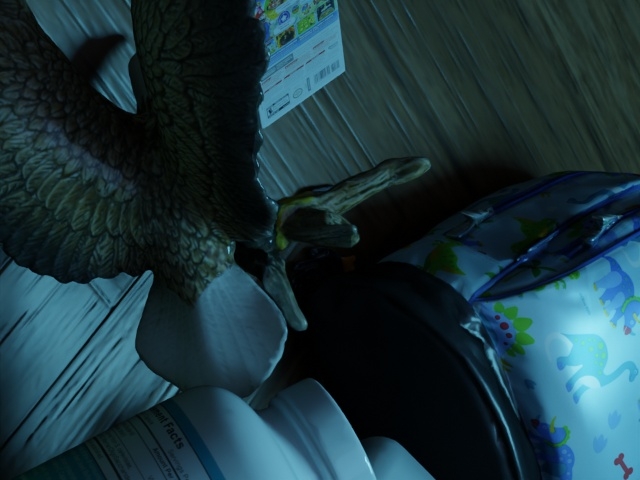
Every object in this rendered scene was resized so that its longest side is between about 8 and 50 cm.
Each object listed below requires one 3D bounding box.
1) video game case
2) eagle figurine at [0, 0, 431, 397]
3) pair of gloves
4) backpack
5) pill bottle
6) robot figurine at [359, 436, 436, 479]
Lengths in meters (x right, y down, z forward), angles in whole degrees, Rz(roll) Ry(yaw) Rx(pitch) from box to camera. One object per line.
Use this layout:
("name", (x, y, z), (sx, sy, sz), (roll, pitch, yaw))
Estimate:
("video game case", (-0.021, -0.148, 1.058), (0.087, 0.011, 0.122), (-38, 143, -25))
("eagle figurine", (-0.107, -0.068, 0.904), (0.226, 0.225, 0.298), (-51, 140, -6))
("pair of gloves", (0.000, 0.000, 1.136), (0.074, 0.010, 0.083), (-15, 107, -44))
("backpack", (0.196, 0.085, 1.198), (0.355, 0.273, 0.290), (-35, 112, -50))
("pill bottle", (-0.100, 0.179, 0.854), (0.264, 0.146, 0.146), (-26, 114, -14))
("robot figurine", (0.053, 0.278, 1.021), (0.353, 0.300, 0.200), (45, 86, -1))
